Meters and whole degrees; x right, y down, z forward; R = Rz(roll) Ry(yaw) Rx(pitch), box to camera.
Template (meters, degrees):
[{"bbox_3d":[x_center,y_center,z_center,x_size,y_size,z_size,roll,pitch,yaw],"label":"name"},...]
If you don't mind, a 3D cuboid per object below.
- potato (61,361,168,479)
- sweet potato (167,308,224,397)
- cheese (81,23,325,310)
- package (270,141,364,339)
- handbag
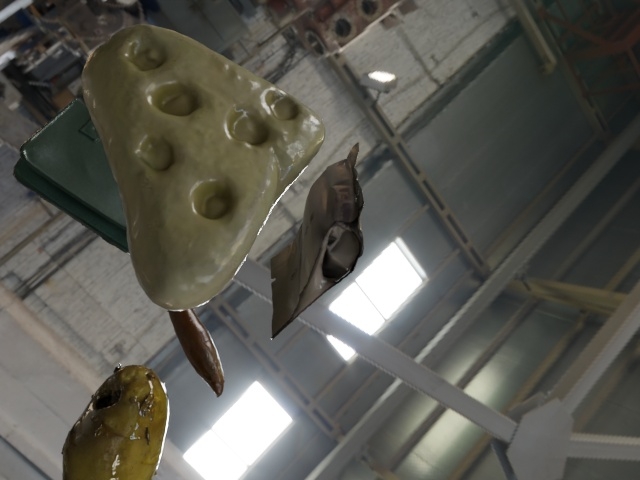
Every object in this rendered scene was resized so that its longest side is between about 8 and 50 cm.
[{"bbox_3d":[-0.324,0.337,0.997,0.173,0.140,0.300,-24,132,-76],"label":"potato"},{"bbox_3d":[-0.236,0.161,1.151,0.057,0.264,0.057,-26,171,-4],"label":"sweet potato"},{"bbox_3d":[-0.204,-0.113,0.839,0.351,0.328,0.129,-58,-175,-27],"label":"cheese"},{"bbox_3d":[0.000,0.000,0.917,0.251,0.062,0.204,-55,-162,28],"label":"package"},{"bbox_3d":[-0.454,-0.142,1.362,0.089,0.326,0.238,-45,-166,49],"label":"handbag"}]
